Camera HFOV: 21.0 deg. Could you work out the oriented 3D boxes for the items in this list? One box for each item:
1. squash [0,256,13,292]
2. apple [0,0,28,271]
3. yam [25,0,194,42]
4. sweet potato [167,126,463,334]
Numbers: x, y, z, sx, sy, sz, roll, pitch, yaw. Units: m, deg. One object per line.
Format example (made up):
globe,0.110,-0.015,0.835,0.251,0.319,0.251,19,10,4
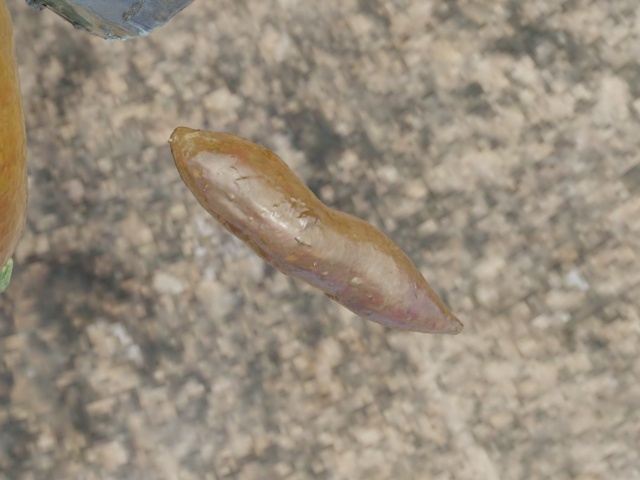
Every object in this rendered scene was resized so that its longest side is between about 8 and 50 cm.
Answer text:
squash,-0.401,-0.044,1.940,0.137,0.137,0.287,-32,129,5
apple,-0.413,-0.116,1.515,0.333,0.400,0.400,-25,133,-17
yam,-0.211,-0.310,1.208,0.241,0.241,0.348,-36,139,9
sweet potato,-0.001,0.002,1.031,0.218,0.065,0.051,36,122,-15
